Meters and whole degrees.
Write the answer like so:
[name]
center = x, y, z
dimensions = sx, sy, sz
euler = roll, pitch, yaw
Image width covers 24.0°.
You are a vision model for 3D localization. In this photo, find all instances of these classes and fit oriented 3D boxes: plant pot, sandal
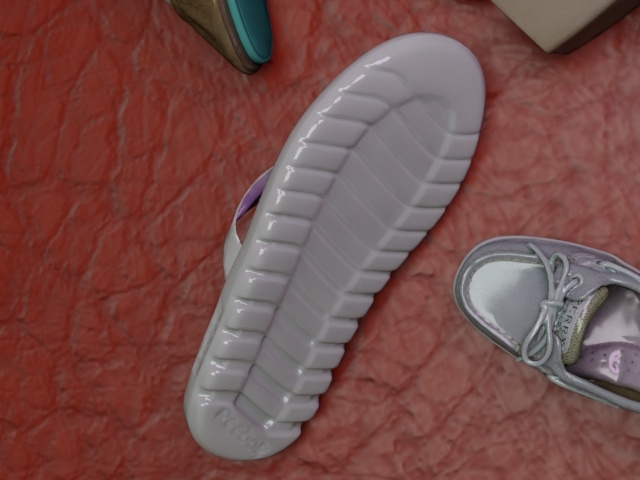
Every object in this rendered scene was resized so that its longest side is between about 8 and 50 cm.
[plant pot]
center = 0.207, -0.216, 1.272
dimensions = 0.109, 0.109, 0.096
euler = 45, 110, 13
[sandal]
center = -0.011, -0.006, 1.307
dimensions = 0.416, 0.169, 0.102
euler = -59, 36, 5

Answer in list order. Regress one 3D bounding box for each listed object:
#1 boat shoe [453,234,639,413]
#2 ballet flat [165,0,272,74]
[boat shoe]
center = 0.253, 0.084, 1.235
dimensions = 0.320, 0.103, 0.118
euler = 29, 93, 18
[ballet flat]
center = -0.133, -0.310, 1.338
dimensions = 0.124, 0.116, 0.342
euler = -9, 100, 16
